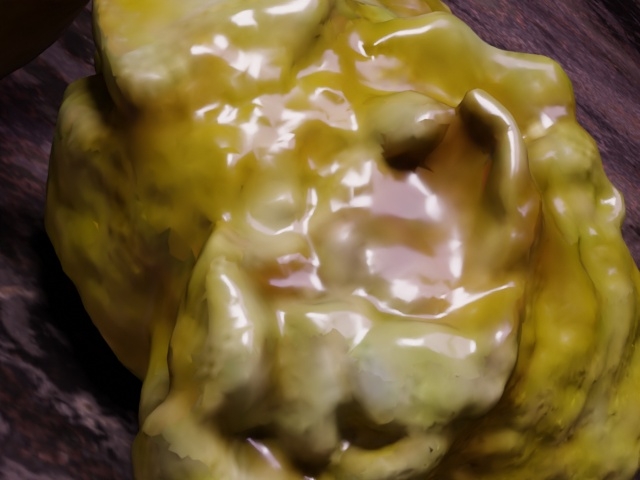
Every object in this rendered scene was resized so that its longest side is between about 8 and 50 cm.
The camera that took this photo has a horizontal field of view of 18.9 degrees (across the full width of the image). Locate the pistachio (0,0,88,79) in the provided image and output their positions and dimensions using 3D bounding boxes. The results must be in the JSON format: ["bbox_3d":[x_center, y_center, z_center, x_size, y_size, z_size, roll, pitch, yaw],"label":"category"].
[{"bbox_3d":[-0.217,-0.147,1.011,0.212,0.163,0.260,5,2,3],"label":"pistachio"}]

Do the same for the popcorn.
[{"bbox_3d":[0.000,0.009,1.003,0.334,0.292,0.294,57,-20,37],"label":"popcorn"}]
